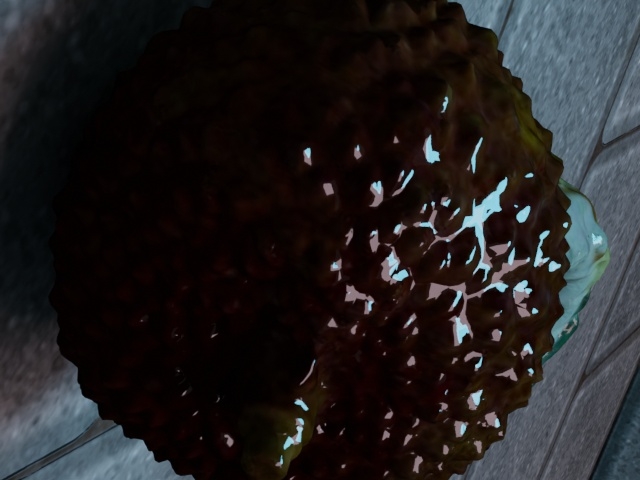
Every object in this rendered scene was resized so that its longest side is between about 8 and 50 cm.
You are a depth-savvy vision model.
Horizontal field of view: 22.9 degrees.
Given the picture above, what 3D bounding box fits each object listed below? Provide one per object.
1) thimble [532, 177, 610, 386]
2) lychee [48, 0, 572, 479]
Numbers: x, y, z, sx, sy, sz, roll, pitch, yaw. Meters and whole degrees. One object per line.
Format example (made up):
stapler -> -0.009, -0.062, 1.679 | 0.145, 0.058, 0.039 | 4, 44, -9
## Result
thimble -> 0.073, 0.048, 1.147 | 0.288, 0.167, 0.254 | -29, 151, -46
lychee -> 0.000, 0.000, 0.809 | 0.304, 0.275, 0.276 | -82, 179, -47
